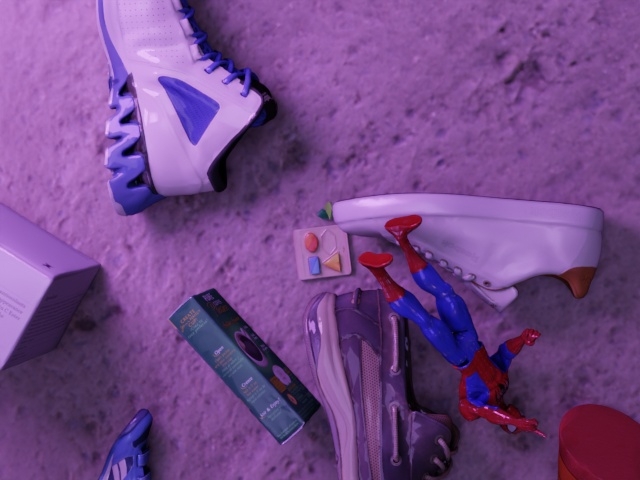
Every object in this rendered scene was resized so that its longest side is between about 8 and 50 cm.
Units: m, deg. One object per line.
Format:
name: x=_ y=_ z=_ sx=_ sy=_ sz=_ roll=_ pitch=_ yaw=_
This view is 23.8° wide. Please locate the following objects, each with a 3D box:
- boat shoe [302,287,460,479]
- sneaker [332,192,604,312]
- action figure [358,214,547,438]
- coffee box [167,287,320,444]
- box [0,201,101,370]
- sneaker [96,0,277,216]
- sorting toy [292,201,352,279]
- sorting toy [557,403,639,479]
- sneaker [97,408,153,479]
boat shoe: x=0.082 y=0.219 z=1.628 sx=0.130 sy=0.132 sz=0.355 roll=-15 pitch=91 yaw=8
sneaker: x=0.153 y=0.012 z=1.623 sx=0.290 sy=0.106 sz=0.123 roll=5 pitch=90 yaw=6
action figure: x=0.166 y=0.104 z=1.579 sx=0.091 sy=0.139 sz=0.280 roll=-50 pitch=122 yaw=-29
coffee box: x=-0.081 y=0.134 z=1.657 sx=0.040 sy=0.113 sz=0.184 roll=-43 pitch=88 yaw=10
box: x=-0.362 y=0.036 z=1.654 sx=0.181 sy=0.182 sz=0.119 roll=32 pitch=97 yaw=6
sneaker: x=-0.140 y=-0.187 z=1.656 sx=0.182 sy=0.127 sz=0.316 roll=-2 pitch=99 yaw=4
sorting toy: x=0.000 y=0.000 z=1.690 sx=0.062 sy=0.012 sz=0.083 roll=-7 pitch=91 yaw=8
sorting toy: x=0.397 y=0.316 z=1.622 sx=0.365 sy=0.127 sz=0.126 roll=27 pitch=124 yaw=3
sneaker: x=-0.212 y=0.257 z=1.708 sx=0.059 sy=0.053 sz=0.144 roll=24 pitch=103 yaw=7
